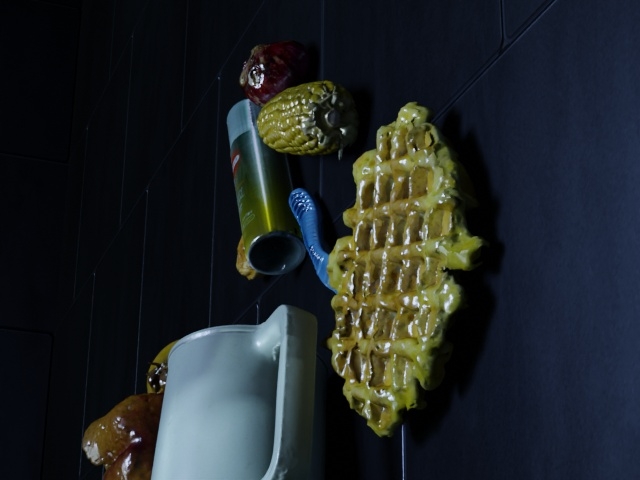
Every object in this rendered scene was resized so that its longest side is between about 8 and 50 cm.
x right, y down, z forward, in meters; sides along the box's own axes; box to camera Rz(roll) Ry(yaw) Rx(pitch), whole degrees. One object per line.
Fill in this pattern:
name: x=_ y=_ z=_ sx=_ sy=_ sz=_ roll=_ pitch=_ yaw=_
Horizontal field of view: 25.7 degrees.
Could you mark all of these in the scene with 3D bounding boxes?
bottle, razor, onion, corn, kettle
bottle: x=-0.076 y=-0.080 z=1.914 sx=0.286 sy=0.082 sz=0.082 roll=-101 pitch=27 yaw=-46
razor: x=0.000 y=0.000 z=1.722 sx=0.253 sy=0.042 sz=0.082 roll=-114 pitch=36 yaw=-59
onion: x=-0.058 y=-0.226 z=1.924 sx=0.107 sy=0.097 sz=0.107 roll=-36 pitch=17 yaw=13
corn: x=-0.022 y=-0.151 z=1.781 sx=0.260 sy=0.091 sz=0.091 roll=-177 pitch=104 yaw=-72
kettle: x=-0.093 y=0.258 z=1.560 sx=0.265 sy=0.205 sz=0.318 roll=78 pitch=-166 yaw=-53

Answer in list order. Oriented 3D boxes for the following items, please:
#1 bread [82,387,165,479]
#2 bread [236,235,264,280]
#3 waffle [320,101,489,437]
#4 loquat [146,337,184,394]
bread: x=-0.160 y=0.287 z=1.770 sx=0.135 sy=0.247 sz=0.232 roll=121 pitch=137 yaw=-51
bread: x=-0.090 y=0.002 z=1.979 sx=0.083 sy=0.044 sz=0.110 roll=134 pitch=143 yaw=-65
waffle: x=0.079 y=0.029 z=1.444 sx=0.325 sy=0.068 sz=0.302 roll=-102 pitch=28 yaw=-50
loquat: x=-0.175 y=0.208 z=1.980 sx=0.137 sy=0.163 sz=0.163 roll=-30 pitch=47 yaw=27
